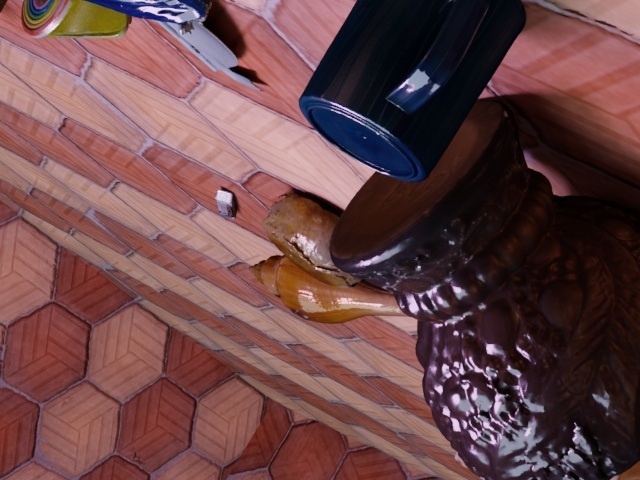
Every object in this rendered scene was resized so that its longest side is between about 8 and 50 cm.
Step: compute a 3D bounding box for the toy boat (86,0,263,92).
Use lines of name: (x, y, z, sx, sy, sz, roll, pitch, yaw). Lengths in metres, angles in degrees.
toy boat: (-0.152, -0.210, 1.381, 0.220, 0.067, 0.291, 22, 167, 35)

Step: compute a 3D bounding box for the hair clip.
hair clip: (-0.277, -0.246, 1.548, 0.188, 0.060, 0.033, 14, 177, 42)

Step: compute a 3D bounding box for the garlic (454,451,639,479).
garlic: (0.299, 0.198, 1.409, 0.313, 0.286, 0.249, 16, -142, -45)

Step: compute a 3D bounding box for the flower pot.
flower pot: (0.162, 0.040, 1.189, 0.267, 0.266, 0.266, 46, 164, -15)

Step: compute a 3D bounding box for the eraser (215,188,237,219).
eraser: (-0.137, -0.053, 2.057, 0.027, 0.019, 0.099, 15, 167, 5)

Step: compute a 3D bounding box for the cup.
cup: (0.060, -0.131, 0.985, 0.113, 0.138, 0.150, 27, 167, 18)

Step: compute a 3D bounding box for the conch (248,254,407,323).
conch: (0.023, 0.084, 2.039, 0.330, 0.093, 0.109, 22, 158, 34)

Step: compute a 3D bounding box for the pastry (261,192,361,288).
pastry: (-0.004, 0.003, 1.810, 0.153, 0.081, 0.153, 27, 171, 5)

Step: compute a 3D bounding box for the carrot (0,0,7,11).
carrot: (-0.441, -0.306, 1.281, 0.241, 0.241, 0.341, 23, 166, 35)
